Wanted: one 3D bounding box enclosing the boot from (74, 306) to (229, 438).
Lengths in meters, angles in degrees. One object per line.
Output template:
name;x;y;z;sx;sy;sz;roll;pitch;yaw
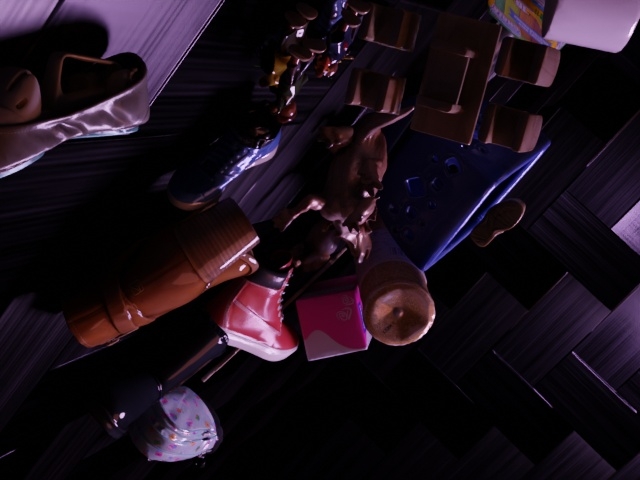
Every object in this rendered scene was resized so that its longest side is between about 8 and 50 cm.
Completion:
boot;-0.235;0.179;1.387;0.207;0.094;0.246;-41;175;-6

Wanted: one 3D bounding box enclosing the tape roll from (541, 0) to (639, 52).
tape roll;0.356;-0.383;1.191;0.286;0.100;0.286;13;90;-84

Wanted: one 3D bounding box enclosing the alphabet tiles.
alphabet tiles;-0.086;0.139;1.855;0.342;0.011;0.285;-43;180;14

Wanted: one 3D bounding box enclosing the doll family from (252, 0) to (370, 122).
doll family;-0.008;-0.191;0.956;0.193;0.076;0.111;-41;164;-37

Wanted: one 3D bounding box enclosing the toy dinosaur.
toy dinosaur;0.051;-0.100;1.408;0.200;0.127;0.296;-42;159;-59

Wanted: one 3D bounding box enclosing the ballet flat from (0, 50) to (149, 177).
ballet flat;-0.197;-0.094;0.663;0.213;0.072;0.068;-31;135;-55

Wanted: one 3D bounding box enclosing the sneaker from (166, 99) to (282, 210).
sneaker;-0.097;-0.096;1.007;0.152;0.058;0.085;-35;162;-32

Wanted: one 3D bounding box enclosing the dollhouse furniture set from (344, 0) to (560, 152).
dollhouse furniture set;0.175;-0.238;1.118;0.161;0.212;0.242;-16;122;-66

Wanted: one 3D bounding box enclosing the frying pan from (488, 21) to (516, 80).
frying pan;0.342;-0.376;1.665;0.326;0.053;0.197;-47;170;22

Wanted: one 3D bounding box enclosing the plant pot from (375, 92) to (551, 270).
plant pot;0.206;-0.127;1.613;0.236;0.212;0.236;-33;163;-47

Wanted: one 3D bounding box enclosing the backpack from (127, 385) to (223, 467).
backpack;-0.271;0.336;1.763;0.115;0.152;0.182;-54;155;13

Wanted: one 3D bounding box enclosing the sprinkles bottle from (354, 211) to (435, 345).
sprinkles bottle;0.119;0.048;1.699;0.121;0.121;0.355;-49;-163;17

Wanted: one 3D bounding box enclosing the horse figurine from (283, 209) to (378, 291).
horse figurine;0.000;0.000;1.697;0.263;0.066;0.174;-49;166;14

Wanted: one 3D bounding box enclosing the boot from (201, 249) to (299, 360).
boot;-0.074;0.104;1.609;0.176;0.088;0.244;-50;146;9

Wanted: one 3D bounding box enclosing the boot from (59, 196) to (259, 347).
boot;-0.182;0.047;1.105;0.220;0.109;0.283;-33;-174;-9

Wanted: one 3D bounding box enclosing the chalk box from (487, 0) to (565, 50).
chalk box;0.340;-0.368;1.447;0.132;0.132;0.213;-46;168;0

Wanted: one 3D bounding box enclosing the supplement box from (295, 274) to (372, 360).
supplement box;0.031;0.136;1.766;0.113;0.111;0.220;-11;-175;9

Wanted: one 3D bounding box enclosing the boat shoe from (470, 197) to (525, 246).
boat shoe;0.301;-0.039;1.612;0.045;0.050;0.135;-42;179;-36
